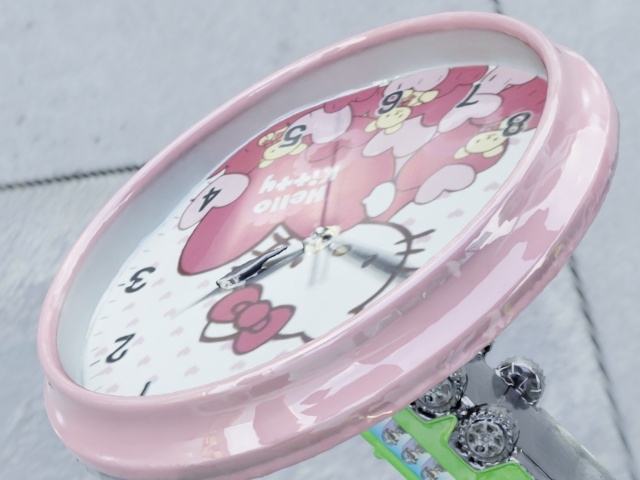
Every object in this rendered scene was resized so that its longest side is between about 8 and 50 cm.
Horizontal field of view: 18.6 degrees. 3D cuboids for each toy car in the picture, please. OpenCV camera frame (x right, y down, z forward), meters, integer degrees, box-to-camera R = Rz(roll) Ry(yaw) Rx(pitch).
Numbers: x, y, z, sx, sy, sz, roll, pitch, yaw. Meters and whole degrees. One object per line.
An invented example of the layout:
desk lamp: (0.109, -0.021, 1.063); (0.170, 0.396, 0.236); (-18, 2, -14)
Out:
toy car: (0.088, 0.104, 0.860); (0.165, 0.062, 0.071); (44, 25, 0)

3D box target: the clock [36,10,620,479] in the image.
clock: (0.001, 0.001, 0.730); (0.244, 0.244, 0.056); (-46, 120, -26)
